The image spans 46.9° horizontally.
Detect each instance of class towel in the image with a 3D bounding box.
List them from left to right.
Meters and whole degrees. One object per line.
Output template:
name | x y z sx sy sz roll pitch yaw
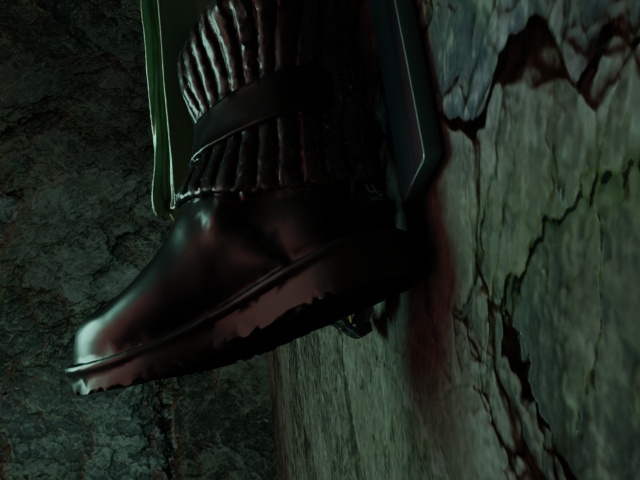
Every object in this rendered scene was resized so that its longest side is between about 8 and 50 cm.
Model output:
towel | -0.077 -0.174 0.799 0.325 0.038 0.247 -29 -56 -59

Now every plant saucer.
plant saucer | 0.059 -0.127 0.531 0.067 0.018 0.192 105 159 -66

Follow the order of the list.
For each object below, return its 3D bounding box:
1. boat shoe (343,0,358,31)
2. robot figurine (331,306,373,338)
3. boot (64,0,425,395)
boat shoe | -0.007 -0.278 0.692 0.277 0.098 0.096 107 167 -64
robot figurine | 0.000 0.000 0.760 0.291 0.085 0.211 126 139 -78
boot | -0.095 -0.032 0.617 0.131 0.348 0.260 10 -122 -62
